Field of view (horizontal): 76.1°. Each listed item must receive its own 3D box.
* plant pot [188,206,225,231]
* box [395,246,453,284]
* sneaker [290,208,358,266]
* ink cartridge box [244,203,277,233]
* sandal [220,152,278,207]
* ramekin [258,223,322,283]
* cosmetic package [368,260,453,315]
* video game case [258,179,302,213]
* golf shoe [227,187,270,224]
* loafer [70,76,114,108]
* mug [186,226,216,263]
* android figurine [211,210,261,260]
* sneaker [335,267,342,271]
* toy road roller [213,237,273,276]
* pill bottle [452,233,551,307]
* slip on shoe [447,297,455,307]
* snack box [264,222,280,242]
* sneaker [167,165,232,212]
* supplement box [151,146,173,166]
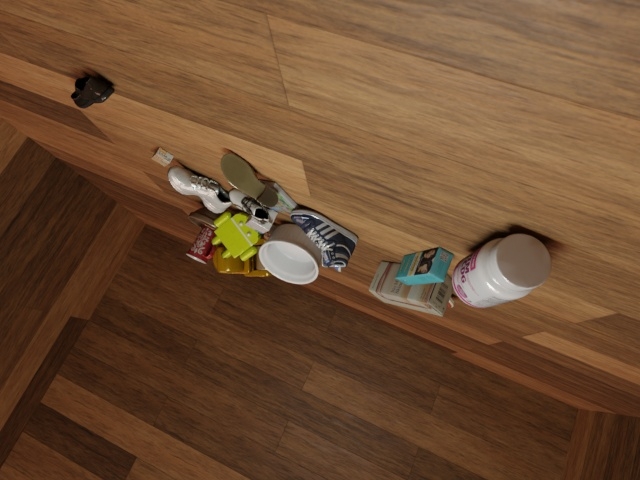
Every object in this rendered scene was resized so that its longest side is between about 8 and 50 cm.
[{"bbox_3d":[-0.563,-0.109,2.155,0.237,0.110,0.237,23,164,7],"label":"plant pot"},{"bbox_3d":[0.354,0.094,1.421,0.060,0.100,0.244,28,164,-10],"label":"box"},{"bbox_3d":[0.000,0.000,1.525,0.282,0.153,0.099,26,154,-13],"label":"sneaker"},{"bbox_3d":[-0.253,-0.094,1.754,0.092,0.090,0.143,29,164,-17],"label":"ink cartridge box"},{"bbox_3d":[-0.247,-0.204,1.394,0.240,0.088,0.079,41,-177,-25],"label":"sandal"},{"bbox_3d":[-0.121,0.055,1.814,0.277,0.135,0.277,13,140,12],"label":"ramekin"},{"bbox_3d":[0.359,0.185,1.633,0.129,0.153,0.296,38,159,-35],"label":"cosmetic package"},{"bbox_3d":[-0.186,-0.164,1.541,0.193,0.023,0.212,14,162,35],"label":"video game case"},{"bbox_3d":[-0.276,-0.143,1.621,0.198,0.077,0.094,36,169,-13],"label":"golf shoe"},{"bbox_3d":[-0.716,-0.469,1.263,0.220,0.080,0.078,6,147,39],"label":"loafer"},{"bbox_3d":[-0.589,0.028,2.124,0.150,0.169,0.113,21,164,12],"label":"mug"},{"bbox_3d":[-0.400,-0.027,1.976,0.248,0.273,0.056,55,-158,-5],"label":"android figurine"},{"bbox_3d":[0.061,0.099,1.973,0.084,0.058,0.152,13,158,19],"label":"sneaker"},{"bbox_3d":[-0.407,0.093,2.156,0.329,0.202,0.240,0,-176,12],"label":"toy road roller"},{"bbox_3d":[0.472,0.085,1.090,0.160,0.160,0.283,23,164,5],"label":"pill bottle"},{"bbox_3d":[0.423,0.238,1.806,0.331,0.101,0.123,17,162,22],"label":"slip on shoe"},{"bbox_3d":[-0.168,-0.001,1.979,0.207,0.070,0.174,23,164,-1],"label":"snack box"},{"bbox_3d":[-0.490,-0.227,1.708,0.297,0.111,0.129,31,149,-36],"label":"sneaker"},{"bbox_3d":[-0.636,-0.334,1.644,0.062,0.036,0.098,32,163,-28],"label":"supplement box"}]
